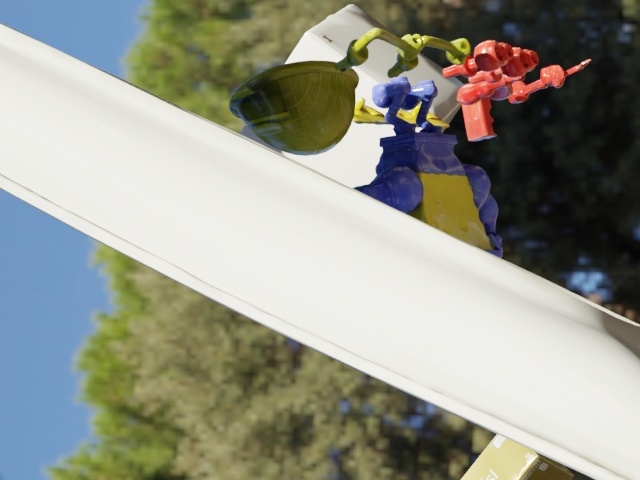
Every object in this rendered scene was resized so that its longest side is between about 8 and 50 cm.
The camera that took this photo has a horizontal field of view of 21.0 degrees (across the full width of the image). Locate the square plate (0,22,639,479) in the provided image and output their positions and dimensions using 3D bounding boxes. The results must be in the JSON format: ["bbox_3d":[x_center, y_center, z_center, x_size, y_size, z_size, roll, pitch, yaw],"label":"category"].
[{"bbox_3d":[0.000,0.000,0.668,0.049,0.344,0.347,-64,-14,2],"label":"square plate"}]

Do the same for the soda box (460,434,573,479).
[{"bbox_3d":[0.150,0.264,1.616,0.061,0.058,0.181,31,-80,-39],"label":"soda box"}]

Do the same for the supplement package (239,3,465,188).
[{"bbox_3d":[0.003,-0.084,1.918,0.293,0.175,0.177,-56,-5,25],"label":"supplement package"}]

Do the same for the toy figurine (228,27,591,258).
[{"bbox_3d":[0.100,-0.042,1.487,0.362,0.191,0.217,-1,-102,-55],"label":"toy figurine"}]
